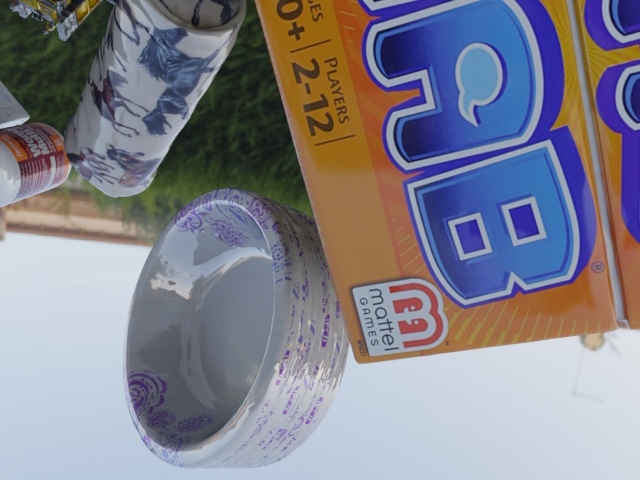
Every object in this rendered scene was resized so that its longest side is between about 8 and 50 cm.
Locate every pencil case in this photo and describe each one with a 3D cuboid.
[{"bbox_3d":[-0.250,-0.238,0.855,0.160,0.184,0.410,2,152,-34],"label":"pencil case"}]

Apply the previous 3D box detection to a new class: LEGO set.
[{"bbox_3d":[-0.399,-0.441,1.043,0.331,0.192,0.255,33,155,-11],"label":"LEGO set"}]

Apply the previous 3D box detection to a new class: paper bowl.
[{"bbox_3d":[-0.081,0.097,0.648,0.148,0.284,0.284,22,179,-43],"label":"paper bowl"}]

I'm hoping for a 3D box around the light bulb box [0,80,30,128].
[{"bbox_3d":[-0.750,-0.268,0.972,0.225,0.361,0.358,-33,-164,10],"label":"light bulb box"}]

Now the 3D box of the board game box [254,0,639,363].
[{"bbox_3d":[0.183,-0.159,0.498,0.356,0.356,0.356,-12,-166,17],"label":"board game box"}]

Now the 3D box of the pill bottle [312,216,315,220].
[{"bbox_3d":[0.000,0.000,1.255,0.184,0.103,0.103,-16,180,25],"label":"pill bottle"}]

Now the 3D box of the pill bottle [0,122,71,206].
[{"bbox_3d":[-0.521,-0.121,0.978,0.121,0.121,0.221,10,-161,8],"label":"pill bottle"}]
